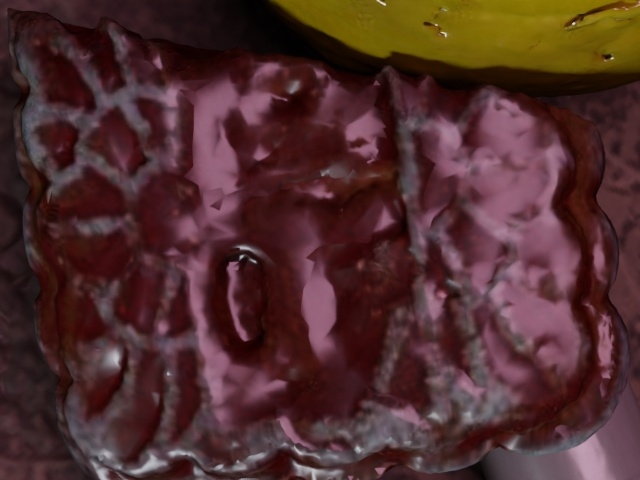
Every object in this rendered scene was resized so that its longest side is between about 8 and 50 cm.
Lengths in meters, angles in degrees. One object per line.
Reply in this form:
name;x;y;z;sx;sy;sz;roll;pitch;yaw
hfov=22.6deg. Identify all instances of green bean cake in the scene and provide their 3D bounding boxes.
green bean cake;0.000;0.000;0.630;0.233;0.097;0.198;-5;90;8

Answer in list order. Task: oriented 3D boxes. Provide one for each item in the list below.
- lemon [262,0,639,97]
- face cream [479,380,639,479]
lemon;0.083;-0.195;0.622;0.297;0.297;0.297;2;85;-19
face cream;0.117;0.114;0.712;0.077;0.077;0.250;-21;92;-20
